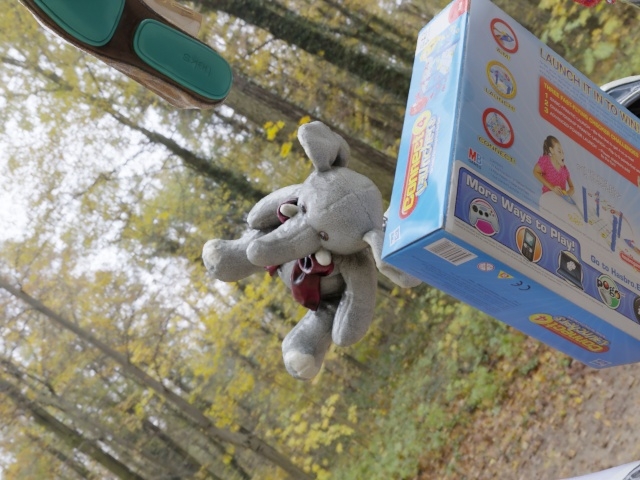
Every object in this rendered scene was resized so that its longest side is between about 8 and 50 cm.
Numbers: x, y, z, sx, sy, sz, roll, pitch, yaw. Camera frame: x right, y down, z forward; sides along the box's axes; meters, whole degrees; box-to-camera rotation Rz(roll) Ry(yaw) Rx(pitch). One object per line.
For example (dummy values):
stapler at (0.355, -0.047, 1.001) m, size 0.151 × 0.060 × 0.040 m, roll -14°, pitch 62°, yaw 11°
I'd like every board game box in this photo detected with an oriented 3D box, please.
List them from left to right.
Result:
board game box at (0.228, -0.061, 0.645) m, size 0.086 × 0.308 × 0.302 m, roll -32°, pitch 38°, yaw 51°

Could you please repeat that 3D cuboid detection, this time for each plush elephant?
plush elephant at (0.000, 0.000, 0.846) m, size 0.329 × 0.272 × 0.255 m, roll -33°, pitch -21°, yaw -5°

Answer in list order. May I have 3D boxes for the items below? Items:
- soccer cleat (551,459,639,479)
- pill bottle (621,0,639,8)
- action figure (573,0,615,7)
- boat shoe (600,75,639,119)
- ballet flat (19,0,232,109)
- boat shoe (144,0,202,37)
soccer cleat at (0.251, 0.241, 0.507) m, size 0.318 × 0.116 × 0.109 m, roll -50°, pitch 40°, yaw 47°
pill bottle at (0.342, -0.275, 0.485) m, size 0.210 × 0.362 × 0.210 m, roll -166°, pitch 90°, yaw -73°
action figure at (0.304, -0.313, 0.740) m, size 0.030 × 0.115 × 0.038 m, roll 5°, pitch -70°, yaw -85°
boat shoe at (0.553, -0.234, 0.942) m, size 0.079 × 0.254 × 0.095 m, roll -99°, pitch -8°, yaw -51°
ballet flat at (-0.249, -0.247, 0.719) m, size 0.316 × 0.106 × 0.108 m, roll 34°, pitch -109°, yaw -39°
boat shoe at (-0.260, -0.368, 0.930) m, size 0.063 × 0.170 × 0.059 m, roll 21°, pitch 84°, yaw 62°
